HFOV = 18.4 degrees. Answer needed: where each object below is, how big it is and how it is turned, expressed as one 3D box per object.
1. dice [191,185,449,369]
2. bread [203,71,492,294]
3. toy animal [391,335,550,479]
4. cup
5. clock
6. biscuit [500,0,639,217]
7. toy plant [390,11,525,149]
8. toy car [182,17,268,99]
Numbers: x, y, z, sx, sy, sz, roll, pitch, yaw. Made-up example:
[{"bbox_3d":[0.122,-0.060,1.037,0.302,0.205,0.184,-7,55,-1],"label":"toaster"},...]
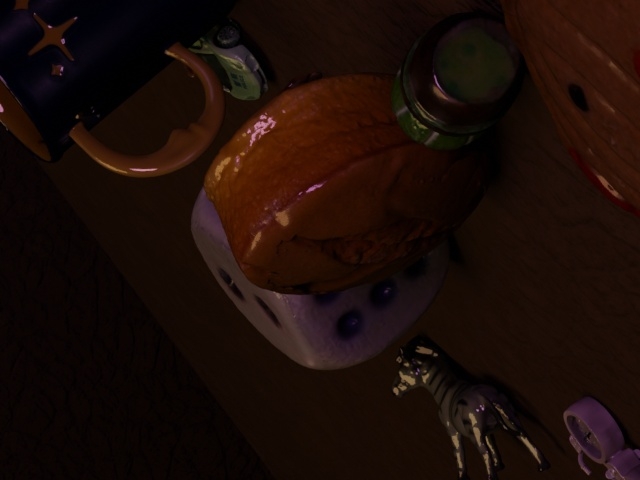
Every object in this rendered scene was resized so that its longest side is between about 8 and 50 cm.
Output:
[{"bbox_3d":[0.000,0.000,1.980,0.192,0.193,0.194,37,160,46],"label":"dice"},{"bbox_3d":[0.027,-0.044,1.687,0.270,0.195,0.142,-8,-123,-54],"label":"bread"},{"bbox_3d":[0.165,0.191,2.234,0.176,0.073,0.217,66,160,-5],"label":"toy animal"},{"bbox_3d":[-0.198,-0.187,1.961,0.255,0.256,0.178,52,166,-6],"label":"cup"},{"bbox_3d":[0.290,0.215,1.959,0.129,0.041,0.087,50,163,22],"label":"clock"},{"bbox_3d":[0.232,-0.099,1.277,0.359,0.074,0.381,48,163,13],"label":"biscuit"},{"bbox_3d":[0.103,-0.121,1.543,0.093,0.093,0.162,50,168,0],"label":"toy plant"},{"bbox_3d":[-0.127,-0.208,2.106,0.186,0.058,0.093,40,161,36],"label":"toy car"}]
